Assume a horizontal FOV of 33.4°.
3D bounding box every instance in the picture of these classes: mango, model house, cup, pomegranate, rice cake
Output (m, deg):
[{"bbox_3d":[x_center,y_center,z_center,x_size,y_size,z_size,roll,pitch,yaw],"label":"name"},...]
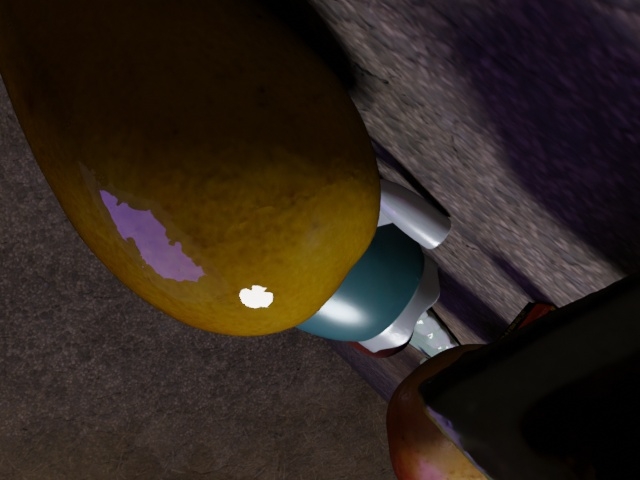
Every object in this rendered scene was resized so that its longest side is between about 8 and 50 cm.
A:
[{"bbox_3d":[-0.113,-0.102,0.790,0.378,0.221,0.264,54,176,-6],"label":"mango"},{"bbox_3d":[0.193,0.123,0.595,0.268,0.173,0.239,44,172,5],"label":"model house"},{"bbox_3d":[0.017,0.019,1.008,0.173,0.167,0.300,37,150,-20],"label":"cup"},{"bbox_3d":[0.171,0.216,1.151,0.209,0.209,0.209,42,173,6],"label":"pomegranate"},{"bbox_3d":[0.108,0.097,1.449,0.198,0.037,0.189,34,170,49],"label":"rice cake"}]

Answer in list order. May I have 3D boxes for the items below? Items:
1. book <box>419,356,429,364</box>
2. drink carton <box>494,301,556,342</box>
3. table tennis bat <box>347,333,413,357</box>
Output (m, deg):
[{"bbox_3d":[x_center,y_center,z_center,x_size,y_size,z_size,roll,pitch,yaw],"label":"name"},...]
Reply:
[{"bbox_3d":[0.240,0.240,1.512,0.162,0.022,0.232,36,178,33],"label":"book"},{"bbox_3d":[0.221,0.133,0.911,0.166,0.071,0.056,43,169,-13],"label":"drink carton"},{"bbox_3d":[0.000,0.000,1.196,0.310,0.038,0.200,53,150,22],"label":"table tennis bat"}]
